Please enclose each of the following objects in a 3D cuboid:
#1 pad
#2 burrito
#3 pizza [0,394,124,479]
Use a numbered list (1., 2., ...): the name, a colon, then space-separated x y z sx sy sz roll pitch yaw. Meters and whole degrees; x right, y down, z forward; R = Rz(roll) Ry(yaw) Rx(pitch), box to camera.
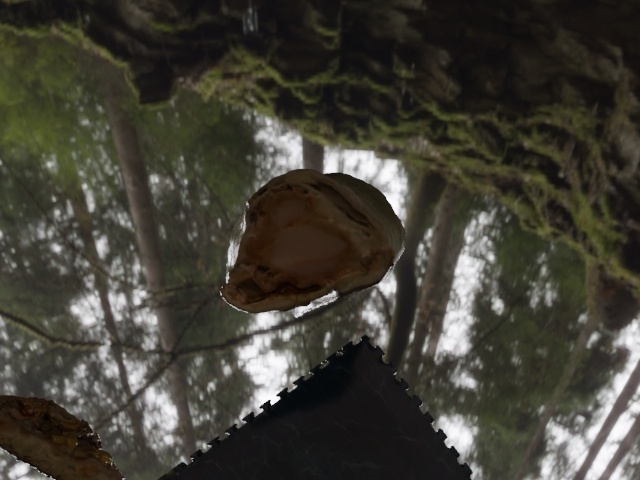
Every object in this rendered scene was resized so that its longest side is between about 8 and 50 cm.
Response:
1. pad: 0.018 0.265 1.030 0.269 0.012 0.269 -36 -102 -12
2. burrito: -0.003 0.003 0.892 0.143 0.299 0.105 -28 -91 3
3. pizza: -0.271 0.218 1.146 0.195 0.185 0.052 32 -87 18
